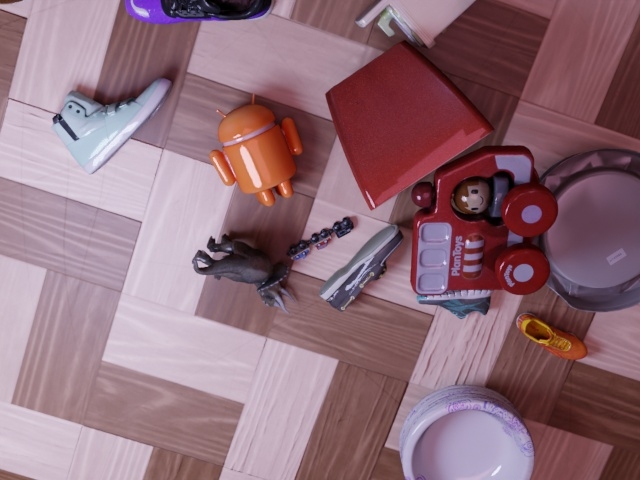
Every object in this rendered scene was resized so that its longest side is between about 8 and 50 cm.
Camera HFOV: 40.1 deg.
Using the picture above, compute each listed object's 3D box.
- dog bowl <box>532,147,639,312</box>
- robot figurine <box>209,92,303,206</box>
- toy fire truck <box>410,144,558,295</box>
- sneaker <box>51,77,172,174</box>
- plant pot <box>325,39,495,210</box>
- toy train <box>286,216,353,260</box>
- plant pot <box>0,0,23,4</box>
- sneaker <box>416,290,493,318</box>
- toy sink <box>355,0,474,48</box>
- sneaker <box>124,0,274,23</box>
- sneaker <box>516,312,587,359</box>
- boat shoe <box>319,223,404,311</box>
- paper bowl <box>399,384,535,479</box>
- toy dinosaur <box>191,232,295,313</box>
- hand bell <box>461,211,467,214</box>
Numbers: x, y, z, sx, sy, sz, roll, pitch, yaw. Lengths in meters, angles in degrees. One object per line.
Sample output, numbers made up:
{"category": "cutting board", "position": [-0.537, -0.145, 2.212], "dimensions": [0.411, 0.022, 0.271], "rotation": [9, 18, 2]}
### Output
{"category": "dog bowl", "position": [0.581, -0.029, 1.830], "dimensions": [0.349, 0.102, 0.348], "rotation": [0, 105, 0]}
{"category": "robot figurine", "position": [-0.127, -0.181, 1.775], "dimensions": [0.158, 0.128, 0.219], "rotation": [-16, 106, 25]}
{"category": "toy fire truck", "position": [0.298, -0.032, 1.667], "dimensions": [0.254, 0.169, 0.302], "rotation": [-2, 118, -2]}
{"category": "sneaker", "position": [-0.428, -0.270, 1.767], "dimensions": [0.256, 0.094, 0.151], "rotation": [-42, 98, 8]}
{"category": "plant pot", "position": [0.151, -0.233, 1.708], "dimensions": [0.267, 0.267, 0.235], "rotation": [-34, 91, 8]}
{"category": "toy train", "position": [0.000, 0.000, 1.873], "dimensions": [0.158, 0.027, 0.036], "rotation": [-28, 114, 6]}
{"category": "plant pot", "position": [-0.625, -0.583, 1.716], "dimensions": [0.236, 0.032, 0.236], "rotation": [0, 104, 0]}
{"category": "sneaker", "position": [0.291, 0.136, 1.893], "dimensions": [0.167, 0.065, 0.076], "rotation": [-3, 108, 2]}
{"category": "toy sink", "position": [0.198, -0.455, 1.693], "dimensions": [0.234, 0.153, 0.131], "rotation": [-42, 101, 9]}
{"category": "sneaker", "position": [-0.238, -0.472, 1.688], "dimensions": [0.293, 0.146, 0.102], "rotation": [-2, 104, 0]}
{"category": "sneaker", "position": [0.505, 0.219, 1.911], "dimensions": [0.175, 0.067, 0.064], "rotation": [25, 101, -8]}
{"category": "boat shoe", "position": [0.098, 0.059, 1.864], "dimensions": [0.069, 0.081, 0.228], "rotation": [43, 107, -13]}
{"category": "paper bowl", "position": [0.315, 0.452, 1.928], "dimensions": [0.284, 0.148, 0.284], "rotation": [0, 104, -1]}
{"category": "toy dinosaur", "position": [-0.159, 0.047, 1.795], "dimensions": [0.160, 0.313, 0.121], "rotation": [13, 77, 19]}
{"category": "hand bell", "position": [0.309, -0.049, 1.838], "dimensions": [0.126, 0.126, 0.242], "rotation": [-1, 92, 0]}
